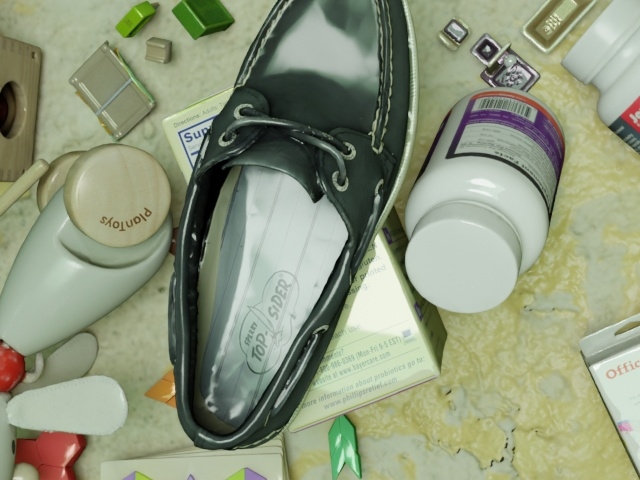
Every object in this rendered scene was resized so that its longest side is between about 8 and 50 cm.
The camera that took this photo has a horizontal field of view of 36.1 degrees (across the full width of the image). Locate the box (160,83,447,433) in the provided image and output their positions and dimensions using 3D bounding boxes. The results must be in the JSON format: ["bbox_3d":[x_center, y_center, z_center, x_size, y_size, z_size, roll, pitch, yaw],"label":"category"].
[{"bbox_3d":[0.000,0.000,0.778,0.117,0.213,0.243,-22,89,9],"label":"box"}]

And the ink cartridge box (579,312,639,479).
[{"bbox_3d":[0.279,0.126,0.801,0.092,0.090,0.143,-25,87,9],"label":"ink cartridge box"}]

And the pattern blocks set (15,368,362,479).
[{"bbox_3d":[-0.112,0.252,0.863,0.324,0.026,0.285,-19,74,4],"label":"pattern blocks set"}]

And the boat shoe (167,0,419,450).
[{"bbox_3d":[-0.025,-0.025,0.615,0.127,0.113,0.340,22,95,7],"label":"boat shoe"}]

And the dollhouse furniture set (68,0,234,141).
[{"bbox_3d":[-0.153,-0.166,0.893,0.151,0.058,0.076,-37,94,28],"label":"dollhouse furniture set"}]

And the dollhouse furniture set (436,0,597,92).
[{"bbox_3d":[0.166,-0.186,0.810,0.091,0.081,0.114,43,98,5],"label":"dollhouse furniture set"}]

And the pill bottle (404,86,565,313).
[{"bbox_3d":[0.126,-0.032,0.756,0.108,0.193,0.108,10,126,15],"label":"pill bottle"}]

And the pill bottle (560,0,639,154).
[{"bbox_3d":[0.286,-0.113,0.781,0.180,0.108,0.108,41,98,6],"label":"pill bottle"}]

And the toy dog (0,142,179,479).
[{"bbox_3d":[-0.200,0.072,0.846,0.161,0.220,0.334,26,106,-24],"label":"toy dog"}]

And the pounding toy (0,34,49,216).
[{"bbox_3d":[-0.309,-0.079,0.884,0.181,0.094,0.206,7,94,11],"label":"pounding toy"}]
